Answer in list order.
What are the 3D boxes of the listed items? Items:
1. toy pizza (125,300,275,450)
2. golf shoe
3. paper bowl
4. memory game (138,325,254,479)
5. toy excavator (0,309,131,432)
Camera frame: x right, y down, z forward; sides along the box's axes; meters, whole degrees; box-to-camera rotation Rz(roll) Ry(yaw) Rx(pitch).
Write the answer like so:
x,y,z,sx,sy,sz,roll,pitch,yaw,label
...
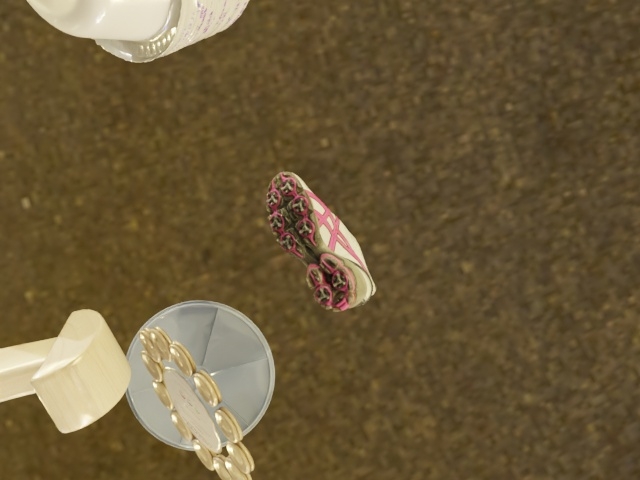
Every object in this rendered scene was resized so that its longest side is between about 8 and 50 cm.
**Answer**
x,y,z,sx,sy,sz,roll,pitch,yaw,label
-0.162,0.180,2.182,0.032,0.201,0.201,-157,49,-86,toy pizza
0.000,0.000,1.955,0.067,0.086,0.186,-36,77,32,golf shoe
-0.195,-0.295,1.453,0.284,0.148,0.284,37,143,35,paper bowl
-0.120,0.162,1.576,0.186,0.012,0.186,45,155,29,memory game
-0.487,0.224,1.830,0.433,0.445,0.222,4,130,43,toy excavator
